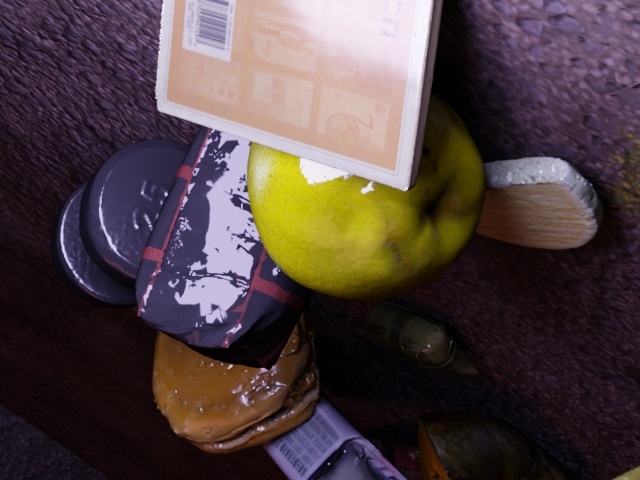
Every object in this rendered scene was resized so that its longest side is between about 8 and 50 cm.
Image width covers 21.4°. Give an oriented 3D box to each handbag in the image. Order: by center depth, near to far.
[{"bbox_3d":[-0.068,0.005,1.552,0.155,0.215,0.169,20,174,13],"label":"handbag"}]

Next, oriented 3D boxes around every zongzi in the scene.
[{"bbox_3d":[0.111,0.110,1.840,0.104,0.052,0.113,25,175,38],"label":"zongzi"}]

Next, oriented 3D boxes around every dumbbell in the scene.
[{"bbox_3d":[-0.197,-0.012,1.811,0.152,0.152,0.218,34,161,-12],"label":"dumbbell"}]

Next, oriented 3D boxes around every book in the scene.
[{"bbox_3d":[-0.021,-0.148,1.246,0.241,0.170,0.018,20,-158,32],"label":"book"}]

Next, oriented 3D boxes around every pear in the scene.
[{"bbox_3d":[0.030,-0.045,1.345,0.198,0.198,0.198,27,161,10],"label":"pear"}]

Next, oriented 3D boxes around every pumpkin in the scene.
[{"bbox_3d":[0.209,0.266,2.018,0.312,0.169,0.148,80,171,-63],"label":"pumpkin"}]

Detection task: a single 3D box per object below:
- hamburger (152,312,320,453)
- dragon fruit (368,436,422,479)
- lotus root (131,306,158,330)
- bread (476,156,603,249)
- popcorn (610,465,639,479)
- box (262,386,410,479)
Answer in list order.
[{"bbox_3d":[-0.099,0.142,1.982,0.213,0.214,0.108,18,161,33],"label":"hamburger"},{"bbox_3d":[0.122,0.438,2.272,0.263,0.296,0.314,30,169,-11],"label":"dragon fruit"},{"bbox_3d":[-0.206,0.063,2.134,0.165,0.088,0.088,34,163,22],"label":"lotus root"},{"bbox_3d":[0.170,-0.031,1.411,0.112,0.036,0.193,36,159,-31],"label":"bread"},{"bbox_3d":[0.354,0.354,1.596,0.282,0.282,0.247,13,-178,40],"label":"popcorn"},{"bbox_3d":[0.003,0.252,2.063,0.190,0.112,0.369,45,176,-28],"label":"box"}]
